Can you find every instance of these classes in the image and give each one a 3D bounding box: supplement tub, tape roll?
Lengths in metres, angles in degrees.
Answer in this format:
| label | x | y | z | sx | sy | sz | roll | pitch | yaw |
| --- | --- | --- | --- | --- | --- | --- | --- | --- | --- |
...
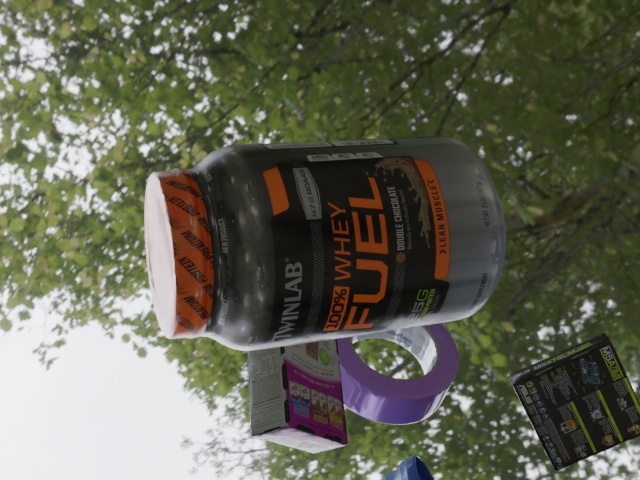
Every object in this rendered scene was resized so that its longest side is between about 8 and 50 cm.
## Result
| label | x | y | z | sx | sy | sz | roll | pitch | yaw |
| --- | --- | --- | --- | --- | --- | --- | --- | --- | --- |
| supplement tub | 0.000 | 0.000 | 0.798 | 0.337 | 0.207 | 0.207 | -6 | -110 | -21 |
| tape roll | 0.141 | 0.242 | 1.591 | 0.274 | 0.090 | 0.275 | 9 | -141 | -8 |

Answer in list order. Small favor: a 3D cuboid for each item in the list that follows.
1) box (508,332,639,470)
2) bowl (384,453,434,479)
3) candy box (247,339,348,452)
| label | x | y | z | sx | sy | sz | roll | pitch | yaw |
| --- | --- | --- | --- | --- | --- | --- | --- | --- | --- |
| box | 0.452 | 0.283 | 1.343 | 0.191 | 0.184 | 0.045 | 61 | -173 | -11 |
| bowl | 0.221 | 0.601 | 1.437 | 0.077 | 0.391 | 0.391 | -23 | -103 | 7 |
| candy box | -0.038 | 0.188 | 1.162 | 0.159 | 0.071 | 0.234 | 34 | -137 | -49 |
